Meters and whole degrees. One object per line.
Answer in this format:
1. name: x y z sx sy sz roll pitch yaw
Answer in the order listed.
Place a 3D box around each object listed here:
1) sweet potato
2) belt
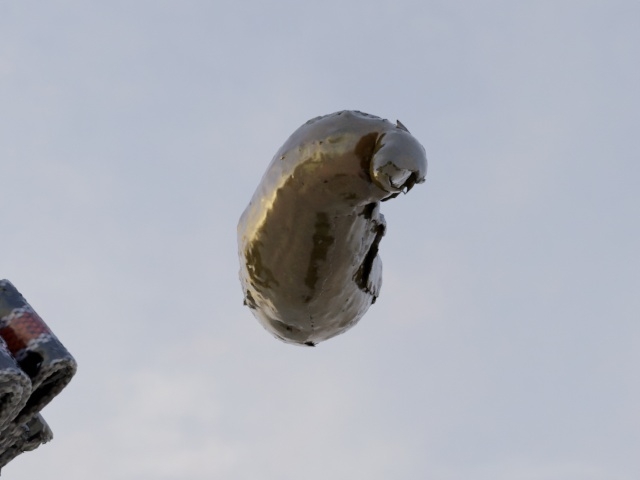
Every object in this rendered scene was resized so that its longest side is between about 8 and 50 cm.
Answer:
1. sweet potato: -0.001 0.002 1.163 0.098 0.124 0.310 26 -13 0
2. belt: -0.310 0.175 1.215 0.359 0.094 0.126 -45 -23 4
